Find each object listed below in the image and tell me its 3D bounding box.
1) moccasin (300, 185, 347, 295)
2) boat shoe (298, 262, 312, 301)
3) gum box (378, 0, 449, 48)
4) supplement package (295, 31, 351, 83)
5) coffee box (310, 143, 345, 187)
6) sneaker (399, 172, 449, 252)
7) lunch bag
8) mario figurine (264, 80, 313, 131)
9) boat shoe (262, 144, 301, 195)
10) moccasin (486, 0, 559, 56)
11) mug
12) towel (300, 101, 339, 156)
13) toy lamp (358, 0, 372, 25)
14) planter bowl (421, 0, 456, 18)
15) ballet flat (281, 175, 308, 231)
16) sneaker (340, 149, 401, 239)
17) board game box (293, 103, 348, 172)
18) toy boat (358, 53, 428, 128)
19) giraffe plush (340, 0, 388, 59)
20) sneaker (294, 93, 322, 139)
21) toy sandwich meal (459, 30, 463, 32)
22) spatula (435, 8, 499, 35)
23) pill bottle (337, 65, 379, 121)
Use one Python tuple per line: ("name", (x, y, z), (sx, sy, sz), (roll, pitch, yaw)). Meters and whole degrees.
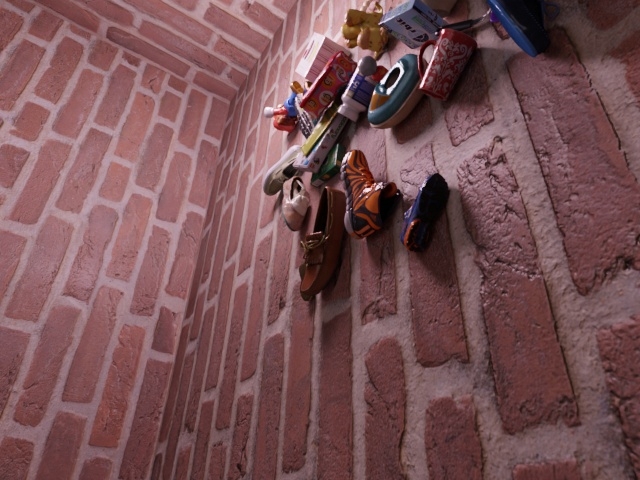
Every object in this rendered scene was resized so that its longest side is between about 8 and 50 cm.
("moccasin", (0.002, 0.000, 1.498), (0.139, 0.147, 0.380), (11, 80, 62))
("boat shoe", (-0.044, 0.154, 1.594), (0.056, 0.048, 0.153), (-35, 48, 28))
("gum box", (0.308, -0.712, 1.447), (0.184, 0.157, 0.041), (18, 86, 63))
("supplement package", (0.007, -0.848, 2.080), (0.203, 0.149, 0.194), (-60, 29, 18))
("coffee box", (0.029, -0.301, 1.773), (0.184, 0.040, 0.113), (-31, 43, 50))
("sneaker", (0.265, -0.079, 1.167), (0.221, 0.083, 0.087), (-65, 20, 0))
("lunch bag", (0.027, -0.650, 1.870), (0.258, 0.120, 0.293), (-44, 14, 42))
("mario figurine", (-0.164, -0.694, 2.223), (0.320, 0.198, 0.170), (-42, 33, 49))
("boat shoe", (-0.177, -0.320, 2.085), (0.302, 0.109, 0.094), (-49, 35, 27))
("moccasin", (0.482, -0.588, 1.060), (0.117, 0.137, 0.342), (-30, 53, 27))
("mug", (0.356, -0.507, 1.279), (0.169, 0.113, 0.150), (-67, 26, 12))
("towel", (-0.003, -0.456, 1.792), (0.237, 0.021, 0.102), (-52, 24, 16))
("toy lamp", (0.212, -1.059, 1.948), (0.275, 0.080, 0.080), (-52, 32, 25))
("planter bowl", (0.370, -0.782, 1.407), (0.162, 0.162, 0.109), (17, 106, 62))
("ballet flat", (-0.105, -0.172, 1.863), (0.106, 0.107, 0.316), (-37, 40, 24))
("sneaker", (0.166, -0.171, 1.384), (0.180, 0.124, 0.321), (-28, 58, 45))
("board game box", (0.007, -0.427, 1.833), (0.305, 0.053, 0.193), (-59, 24, -1))
("toy boat", (0.223, -0.526, 1.475), (0.267, 0.148, 0.318), (-53, 32, 26))
("giraffe plush", (0.197, -0.821, 1.754), (0.210, 0.181, 0.170), (-18, 59, 13))
("sneaker", (-0.039, -0.571, 2.019), (0.107, 0.110, 0.275), (125, 136, -58))
("toy sandwich meal", (0.407, -0.609, 1.341), (0.085, 0.029, 0.085), (-42, 28, 29))
("spatula", (0.446, -0.630, 1.246), (0.296, 0.030, 0.084), (9, 79, 55))
("pill bottle", (0.145, -0.557, 1.674), (0.187, 0.112, 0.112), (-61, 29, 15))
